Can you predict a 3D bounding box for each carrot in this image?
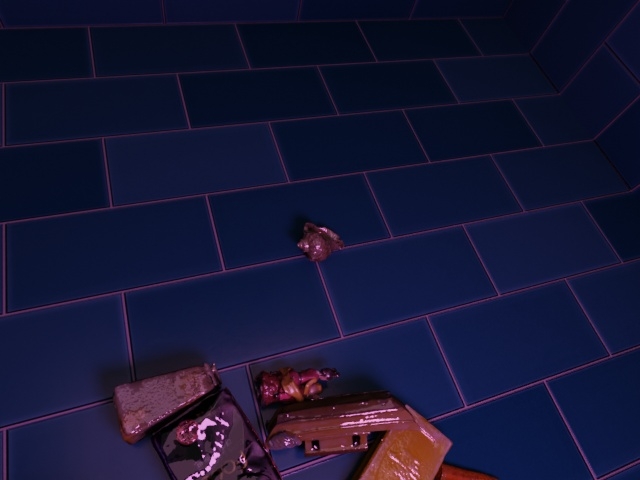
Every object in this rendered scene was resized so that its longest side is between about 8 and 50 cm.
[{"bbox_3d":[0.461,0.726,1.357,0.224,0.057,0.057,13,59,-9],"label":"carrot"}]

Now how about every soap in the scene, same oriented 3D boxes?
[{"bbox_3d":[0.233,0.671,1.313,0.199,0.091,0.315,38,59,11],"label":"soap"}]

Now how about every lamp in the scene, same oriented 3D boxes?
[{"bbox_3d":[-0.071,0.446,1.363,0.253,0.118,0.118,-1,61,-17],"label":"lamp"}]

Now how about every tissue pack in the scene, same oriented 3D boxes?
[{"bbox_3d":[-0.273,0.599,1.198,0.245,0.123,0.332,-29,79,-23],"label":"tissue pack"}]

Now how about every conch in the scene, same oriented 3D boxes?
[{"bbox_3d":[0.000,0.000,1.620,0.207,0.130,0.155,-7,75,-32],"label":"conch"}]

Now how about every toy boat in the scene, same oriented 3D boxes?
[{"bbox_3d":[0.062,0.538,1.273,0.446,0.136,0.162,-7,91,-3],"label":"toy boat"}]

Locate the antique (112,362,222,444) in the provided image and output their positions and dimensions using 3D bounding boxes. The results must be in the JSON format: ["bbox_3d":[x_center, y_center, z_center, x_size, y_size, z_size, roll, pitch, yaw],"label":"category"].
[{"bbox_3d":[-0.426,0.446,1.268,0.284,0.125,0.150,-18,67,-22],"label":"antique"}]
